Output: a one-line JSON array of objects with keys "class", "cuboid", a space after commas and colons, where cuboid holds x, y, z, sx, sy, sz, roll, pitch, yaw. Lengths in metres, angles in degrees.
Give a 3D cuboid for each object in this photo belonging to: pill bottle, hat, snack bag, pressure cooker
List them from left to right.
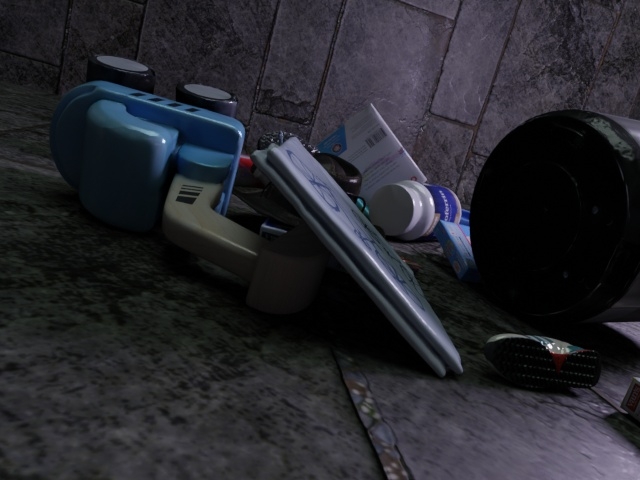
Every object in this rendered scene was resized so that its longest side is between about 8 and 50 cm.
[{"class": "hat", "cuboid": [-0.013, -0.106, 0.967, 0.331, 0.134, 0.331, 14, 12, -3]}, {"class": "snack bag", "cuboid": [0.042, -0.011, 0.675, 0.323, 0.037, 0.342, 48, 10, -11]}, {"class": "pill bottle", "cuboid": [0.245, -0.075, 1.311, 0.153, 0.153, 0.264, 24, 16, 34]}, {"class": "pressure cooker", "cuboid": [0.535, -0.029, 0.924, 0.420, 0.376, 0.370, 3, 14, -22]}]

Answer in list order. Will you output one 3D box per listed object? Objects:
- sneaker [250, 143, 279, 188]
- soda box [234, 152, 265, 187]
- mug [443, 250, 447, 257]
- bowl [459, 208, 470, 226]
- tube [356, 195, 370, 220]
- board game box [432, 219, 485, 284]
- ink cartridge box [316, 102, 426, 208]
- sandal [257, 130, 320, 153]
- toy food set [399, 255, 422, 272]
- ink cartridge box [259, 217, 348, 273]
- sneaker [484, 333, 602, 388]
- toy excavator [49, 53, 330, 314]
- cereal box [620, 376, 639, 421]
[{"class": "sneaker", "cuboid": [-0.048, -0.159, 1.438, 0.147, 0.145, 0.384, 49, 23, 16]}, {"class": "soda box", "cuboid": [-0.250, -0.203, 1.415, 0.092, 0.084, 0.263, 24, 15, 33]}, {"class": "mug", "cuboid": [0.316, 0.016, 1.191, 0.078, 0.064, 0.062, -17, 60, -42]}, {"class": "bowl", "cuboid": [0.426, -0.051, 1.588, 0.391, 0.077, 0.391, 17, 12, -4]}, {"class": "tube", "cuboid": [0.089, -0.106, 1.338, 0.207, 0.052, 0.080, 47, 13, 14]}, {"class": "board game box", "cuboid": [0.367, 0.035, 1.110, 0.211, 0.039, 0.160, 10, 37, -22]}, {"class": "ink cartridge box", "cuboid": [0.151, -0.234, 1.518, 0.270, 0.198, 0.197, 53, 10, -6]}, {"class": "sandal", "cuboid": [-0.033, -0.247, 1.802, 0.445, 0.168, 0.107, 18, -15, -27]}, {"class": "toy food set", "cuboid": [0.153, 0.044, 0.990, 0.077, 0.019, 0.122, 15, 5, -7]}, {"class": "ink cartridge box", "cuboid": [0.000, 0.000, 0.920, 0.206, 0.045, 0.208, 16, 13, -2]}, {"class": "sneaker", "cuboid": [0.256, 0.144, 0.619, 0.161, 0.057, 0.075, 10, -3, -18]}, {"class": "toy excavator", "cuboid": [-0.208, -0.078, 0.743, 0.432, 0.222, 0.445, 15, 26, -9]}, {"class": "cereal box", "cuboid": [0.452, 0.224, 0.494, 0.173, 0.047, 0.240, 13, 12, -13]}]
